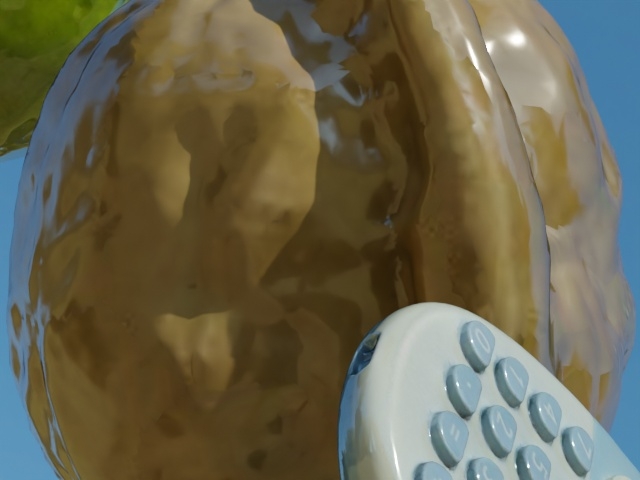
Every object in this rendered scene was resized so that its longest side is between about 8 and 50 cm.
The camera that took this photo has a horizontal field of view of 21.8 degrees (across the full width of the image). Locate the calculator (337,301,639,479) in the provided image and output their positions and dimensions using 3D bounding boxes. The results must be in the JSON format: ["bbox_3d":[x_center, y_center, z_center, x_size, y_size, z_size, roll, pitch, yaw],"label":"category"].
[{"bbox_3d":[0.106,0.153,0.643,0.042,0.188,0.302,-27,-70,28],"label":"calculator"}]

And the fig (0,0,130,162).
[{"bbox_3d":[-0.255,-0.190,1.292,0.233,0.233,0.314,34,-40,-18],"label":"fig"}]

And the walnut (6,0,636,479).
[{"bbox_3d":[0.007,0.012,0.926,0.384,0.383,0.383,10,-41,9],"label":"walnut"}]
